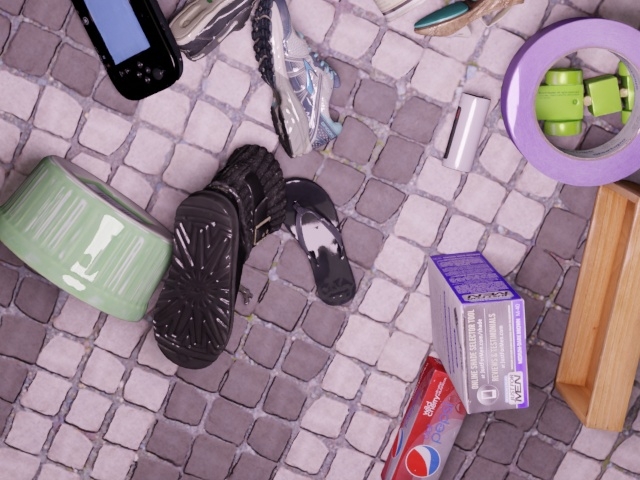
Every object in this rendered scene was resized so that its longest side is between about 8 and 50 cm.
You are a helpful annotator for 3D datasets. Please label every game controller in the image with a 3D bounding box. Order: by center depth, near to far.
[{"bbox_3d":[-0.344,-0.392,1.792,0.166,0.067,0.319,-17,103,34],"label":"game controller"}]

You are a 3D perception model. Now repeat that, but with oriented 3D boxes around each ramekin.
[{"bbox_3d":[-0.384,-0.010,1.797,0.303,0.303,0.148,36,92,-10],"label":"ramekin"}]

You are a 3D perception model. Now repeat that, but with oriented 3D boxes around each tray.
[{"bbox_3d":[0.518,0.108,1.909,0.076,0.203,0.411,9,102,-6],"label":"tray"}]

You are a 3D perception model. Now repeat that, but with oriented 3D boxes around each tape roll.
[{"bbox_3d":[0.443,-0.232,1.791,0.275,0.090,0.274,1,105,3],"label":"tape roll"}]

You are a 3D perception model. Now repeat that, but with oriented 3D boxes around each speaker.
[{"bbox_3d":[0.259,-0.192,1.903,0.055,0.055,0.136,13,103,-6],"label":"speaker"}]

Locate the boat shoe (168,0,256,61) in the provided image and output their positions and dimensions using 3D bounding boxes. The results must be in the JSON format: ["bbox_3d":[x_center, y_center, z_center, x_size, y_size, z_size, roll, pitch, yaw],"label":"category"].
[{"bbox_3d":[-0.153,-0.400,1.836,0.233,0.084,0.079,-40,137,0],"label":"boat shoe"}]

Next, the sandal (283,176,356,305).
[{"bbox_3d":[0.001,0.000,1.935,0.097,0.054,0.254,-25,103,3],"label":"sandal"}]

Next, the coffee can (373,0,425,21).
[{"bbox_3d":[0.113,-0.525,1.742,0.201,0.201,0.275,-34,102,5],"label":"coffee can"}]

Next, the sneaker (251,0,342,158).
[{"bbox_3d":[-0.037,-0.291,1.851,0.122,0.110,0.283,-19,114,-16],"label":"sneaker"}]

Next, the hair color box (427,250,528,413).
[{"bbox_3d":[0.263,0.146,1.836,0.110,0.339,0.185,-5,103,-1],"label":"hair color box"}]

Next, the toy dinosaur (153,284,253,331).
[{"bbox_3d":[-0.195,0.104,1.950,0.118,0.064,0.268,37,96,-3],"label":"toy dinosaur"}]

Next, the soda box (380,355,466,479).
[{"bbox_3d":[0.201,0.357,2.013,0.092,0.083,0.263,19,101,-8],"label":"soda box"}]

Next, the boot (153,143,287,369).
[{"bbox_3d":[-0.163,0.027,1.842,0.131,0.260,0.348,20,117,8],"label":"boot"}]

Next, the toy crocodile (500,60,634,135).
[{"bbox_3d":[0.485,-0.254,1.884,0.341,0.105,0.115,-7,104,4],"label":"toy crocodile"}]

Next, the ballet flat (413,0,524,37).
[{"bbox_3d":[0.263,-0.389,1.853,0.206,0.073,0.067,-26,117,7],"label":"ballet flat"}]
